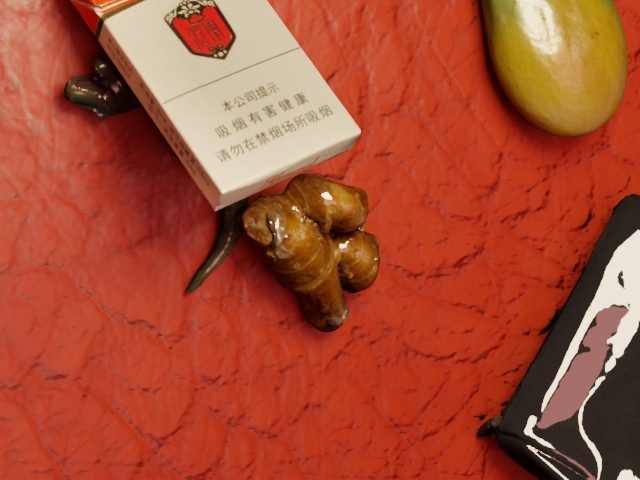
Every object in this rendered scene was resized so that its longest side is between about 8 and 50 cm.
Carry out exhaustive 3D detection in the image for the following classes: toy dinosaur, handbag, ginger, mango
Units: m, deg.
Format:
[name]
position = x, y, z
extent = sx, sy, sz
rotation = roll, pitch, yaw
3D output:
[toy dinosaur]
position = -0.131, -0.076, 1.421
extent = 0.187, 0.087, 0.179
rotation = 29, 120, -10
[handbag]
position = 0.329, 0.136, 1.590
extent = 0.302, 0.275, 0.178
rotation = -61, 158, -11
[ginger]
position = 0.000, 0.000, 1.454
extent = 0.103, 0.073, 0.162
rotation = -38, 135, -7
[mango]
position = 0.203, -0.186, 1.531
extent = 0.130, 0.092, 0.194
rotation = -37, 100, -15

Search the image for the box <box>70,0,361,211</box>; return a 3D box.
[box]
position = -0.090, -0.148, 1.344
extent = 0.139, 0.035, 0.245
rotation = -25, 72, -28
